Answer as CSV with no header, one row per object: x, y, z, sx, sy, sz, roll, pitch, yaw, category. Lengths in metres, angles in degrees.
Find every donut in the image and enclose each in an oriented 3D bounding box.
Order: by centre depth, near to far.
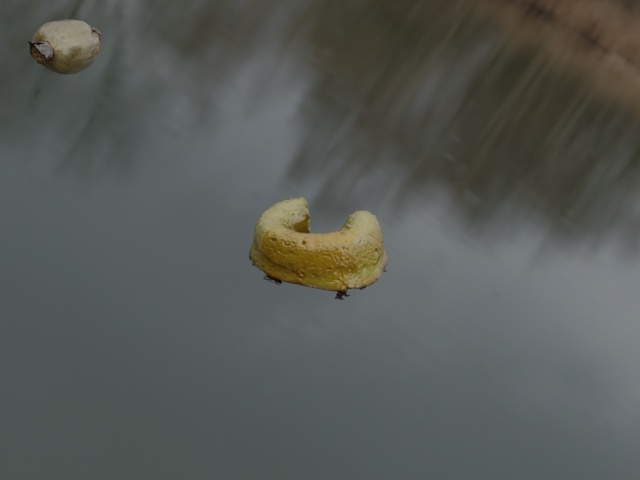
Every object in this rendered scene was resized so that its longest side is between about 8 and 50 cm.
-0.007,0.004,1.935,0.181,0.078,0.146,19,34,22,donut

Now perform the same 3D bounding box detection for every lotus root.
-0.329,-0.248,1.951,0.073,0.062,0.150,57,26,0,lotus root
